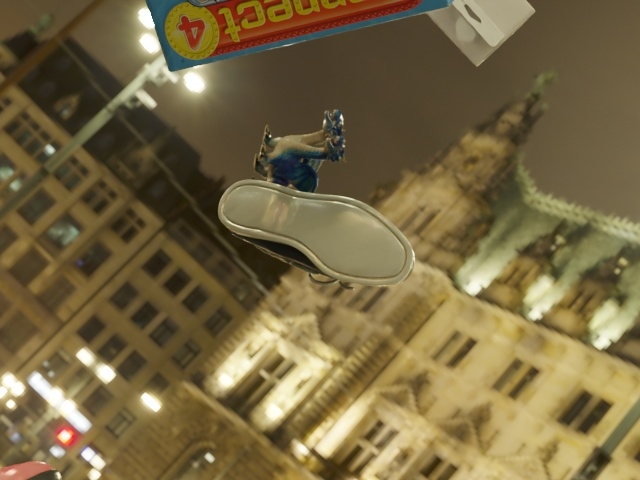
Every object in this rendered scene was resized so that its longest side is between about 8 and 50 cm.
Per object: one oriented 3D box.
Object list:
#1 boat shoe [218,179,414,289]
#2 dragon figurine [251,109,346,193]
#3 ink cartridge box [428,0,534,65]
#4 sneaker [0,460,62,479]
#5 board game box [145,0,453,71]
[{"bbox_3d":[0.000,0.000,1.324,0.255,0.095,0.079,14,-14,27],"label":"boat shoe"},{"bbox_3d":[-0.045,-0.116,2.008,0.144,0.085,0.289,15,-44,-8],"label":"dragon figurine"},{"bbox_3d":[0.180,-0.261,1.315,0.092,0.090,0.143,46,11,-3],"label":"ink cartridge box"},{"bbox_3d":[-0.407,0.249,1.138,0.116,0.314,0.136,20,52,-72],"label":"sneaker"},{"bbox_3d":[-0.048,-0.347,1.127,0.308,0.086,0.301,-10,-69,19],"label":"board game box"}]
